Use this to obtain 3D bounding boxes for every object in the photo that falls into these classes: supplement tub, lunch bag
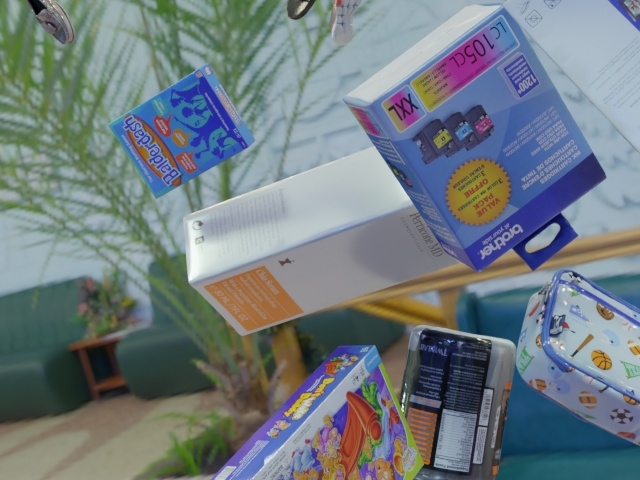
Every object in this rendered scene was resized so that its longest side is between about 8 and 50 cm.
[{"bbox_3d":[0.246,0.339,2.057,0.207,0.338,0.207,10,-3,0],"label":"supplement tub"},{"bbox_3d":[0.475,0.186,1.823,0.115,0.303,0.243,-53,7,45],"label":"lunch bag"}]

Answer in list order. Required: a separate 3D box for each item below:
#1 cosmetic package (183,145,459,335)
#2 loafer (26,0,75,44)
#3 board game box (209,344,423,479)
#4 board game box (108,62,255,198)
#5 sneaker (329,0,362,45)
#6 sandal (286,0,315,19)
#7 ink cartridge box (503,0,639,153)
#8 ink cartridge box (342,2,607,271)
[{"bbox_3d":[0.000,0.000,2.015,0.453,0.161,0.230,-20,-37,14],"label":"cosmetic package"},{"bbox_3d":[-0.396,-0.331,1.541,0.045,0.125,0.039,-24,10,41],"label":"loafer"},{"bbox_3d":[0.007,0.349,1.637,0.078,0.233,0.347,-6,25,40],"label":"board game box"},{"bbox_3d":[-0.245,-0.190,1.912,0.210,0.160,0.047,-28,13,23],"label":"board game box"},{"bbox_3d":[0.044,-0.491,2.274,0.061,0.158,0.065,3,29,-25],"label":"sneaker"},{"bbox_3d":[-0.018,-0.386,1.495,0.040,0.067,0.179,0,-44,-31],"label":"sandal"},{"bbox_3d":[0.368,-0.210,1.222,0.165,0.332,0.065,-42,-30,16],"label":"ink cartridge box"},{"bbox_3d":[0.263,-0.141,1.734,0.270,0.395,0.151,-37,20,-4],"label":"ink cartridge box"}]
